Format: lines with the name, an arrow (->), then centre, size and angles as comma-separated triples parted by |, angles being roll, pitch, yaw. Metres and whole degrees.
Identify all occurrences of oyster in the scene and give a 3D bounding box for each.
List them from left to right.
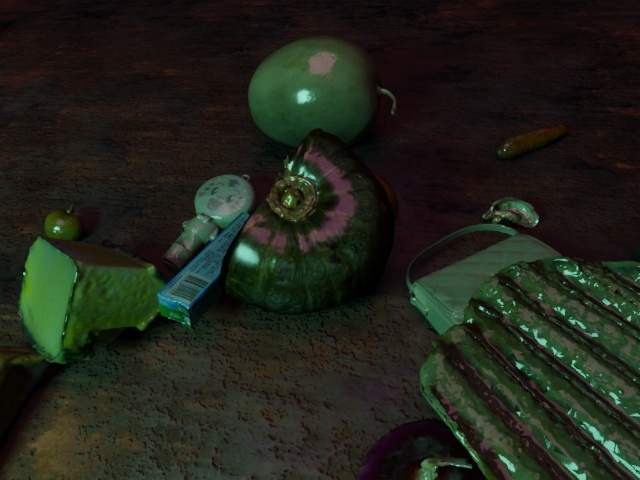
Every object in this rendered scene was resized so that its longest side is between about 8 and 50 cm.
oyster -> 0.363, -0.045, 0.942 | 0.081, 0.038, 0.083 | -42, 81, 2

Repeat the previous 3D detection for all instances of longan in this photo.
longan -> -0.523, -0.034, 1.012 | 0.075, 0.075, 0.083 | 25, 90, 28

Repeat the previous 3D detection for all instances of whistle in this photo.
whistle -> -0.217, -0.042, 0.988 | 0.126, 0.067, 0.258 | 23, 58, 20

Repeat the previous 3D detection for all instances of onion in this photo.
onion -> 0.124, 0.294, 0.564 | 0.177, 0.153, 0.177 | -33, 32, 24

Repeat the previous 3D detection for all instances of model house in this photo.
model house -> -0.365, 0.093, 0.837 | 0.194, 0.170, 0.211 | 16, 7, 38

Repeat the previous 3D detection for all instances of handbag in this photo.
handbag -> 0.268, 0.056, 0.820 | 0.256, 0.079, 0.219 | -22, 44, -15

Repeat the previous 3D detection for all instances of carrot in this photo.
carrot -> 0.468, -0.221, 1.074 | 0.191, 0.047, 0.047 | -21, 48, -13

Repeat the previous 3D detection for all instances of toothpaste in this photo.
toothpaste -> -0.176, 0.042, 0.869 | 0.065, 0.050, 0.266 | 17, 39, 15

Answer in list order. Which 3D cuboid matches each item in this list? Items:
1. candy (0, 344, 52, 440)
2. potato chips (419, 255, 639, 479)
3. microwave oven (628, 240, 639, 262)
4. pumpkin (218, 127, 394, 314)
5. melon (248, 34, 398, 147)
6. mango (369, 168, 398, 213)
candy -> -0.519, 0.276, 0.709 | 0.143, 0.101, 0.271 | 9, 55, 8
potato chips -> 0.322, 0.164, 0.498 | 0.359, 0.070, 0.429 | -33, 48, -18
microwave oven -> 0.718, 0.059, 0.639 | 0.432, 0.236, 0.374 | -12, 46, -3
pumpkin -> 0.000, 0.000, 0.837 | 0.232, 0.242, 0.325 | 34, 75, 1
melon -> -0.006, -0.323, 1.094 | 0.308, 0.271, 0.271 | -2, 46, -5
mango -> 0.074, -0.099, 0.982 | 0.165, 0.089, 0.115 | 6, 51, 10
